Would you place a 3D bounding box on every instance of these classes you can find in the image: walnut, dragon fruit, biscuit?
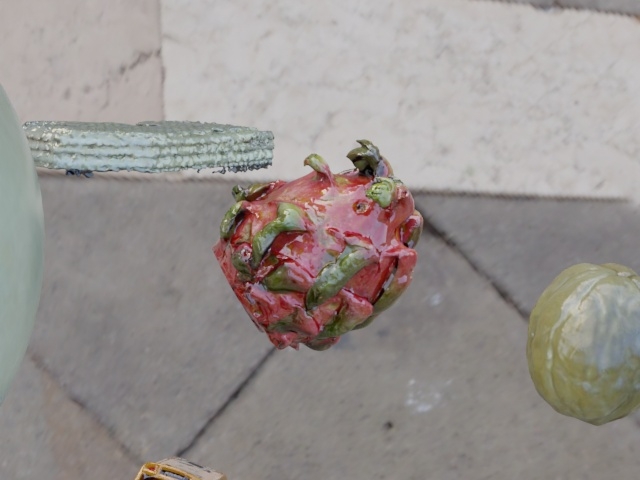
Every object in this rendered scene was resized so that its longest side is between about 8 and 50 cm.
[{"bbox_3d":[0.154,0.057,0.761,0.092,0.092,0.092,7,66,-17],"label":"walnut"},{"bbox_3d":[0.000,0.000,1.193,0.172,0.160,0.166,-31,82,-1],"label":"dragon fruit"},{"bbox_3d":[-0.172,-0.091,1.329,0.250,0.147,0.046,-8,104,-52],"label":"biscuit"}]

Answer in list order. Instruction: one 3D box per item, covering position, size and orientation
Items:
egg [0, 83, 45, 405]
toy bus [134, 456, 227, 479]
[{"bbox_3d":[-0.275,0.015,0.644,0.278,0.278,0.336,22,25,-10],"label":"egg"},{"bbox_3d":[-0.141,0.253,1.297,0.083,0.194,0.088,18,86,5],"label":"toy bus"}]
